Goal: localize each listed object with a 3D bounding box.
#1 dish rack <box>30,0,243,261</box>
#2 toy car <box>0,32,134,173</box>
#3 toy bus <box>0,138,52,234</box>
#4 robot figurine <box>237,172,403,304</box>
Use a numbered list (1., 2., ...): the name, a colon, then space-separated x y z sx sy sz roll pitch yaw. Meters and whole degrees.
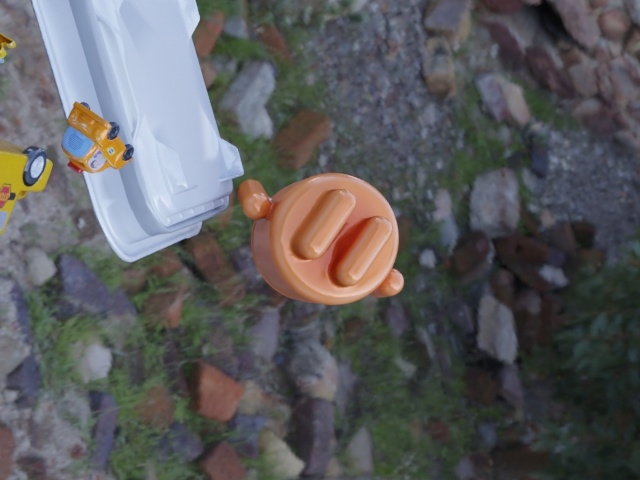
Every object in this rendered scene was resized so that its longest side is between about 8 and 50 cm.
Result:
1. dish rack: -0.150 -0.137 0.903 0.333 0.072 0.285 -45 121 -81
2. toy car: -0.186 -0.087 0.679 0.122 0.060 0.040 37 77 2
3. toy bus: -0.434 -0.072 1.136 0.333 0.108 0.130 -1 112 -81
4. robot figurine: -0.001 -0.002 0.985 0.158 0.219 0.128 -3 89 -13
